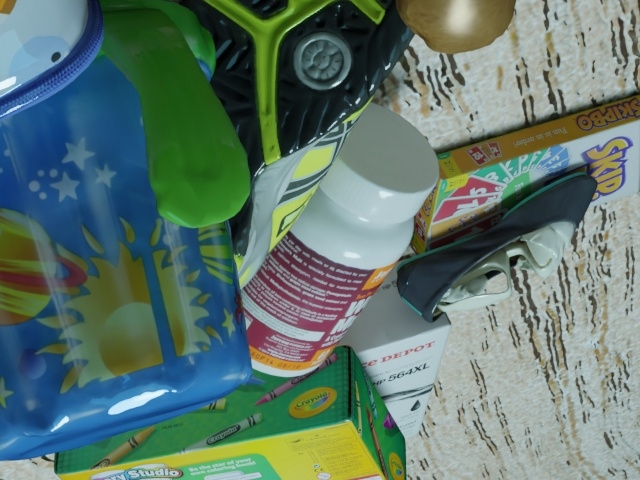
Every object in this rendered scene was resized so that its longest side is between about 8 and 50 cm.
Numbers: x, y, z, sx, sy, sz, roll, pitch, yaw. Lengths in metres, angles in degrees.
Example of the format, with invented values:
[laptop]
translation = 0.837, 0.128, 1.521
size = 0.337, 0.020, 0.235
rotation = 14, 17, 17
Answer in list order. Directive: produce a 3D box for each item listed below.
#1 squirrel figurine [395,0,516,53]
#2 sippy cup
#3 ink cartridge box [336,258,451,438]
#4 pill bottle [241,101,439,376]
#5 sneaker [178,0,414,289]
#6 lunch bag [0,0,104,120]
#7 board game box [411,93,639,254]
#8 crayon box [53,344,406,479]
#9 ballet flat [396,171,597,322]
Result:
[squirrel figurine]
translation = 0.038, -0.295, 0.795
size = 0.371, 0.281, 0.397
rotation = -4, 129, -16
[sippy cup]
translation = -0.149, 0.004, 0.927
size = 0.240, 0.224, 0.305
rotation = -19, 171, 0
[ink cartridge box]
translation = 0.029, 0.123, 1.500
size = 0.148, 0.086, 0.203
rotation = -16, 147, -17
[pill bottle]
translation = 0.000, 0.000, 1.266
size = 0.121, 0.121, 0.221
rotation = -1, 140, -36
[sneaker]
translation = -0.040, -0.103, 1.100
size = 0.384, 0.145, 0.147
rotation = -52, 177, 20
[lunch bag]
translation = -0.268, -0.109, 0.781
size = 0.303, 0.243, 0.115
rotation = -26, 135, -2
[board game box]
translation = 0.209, -0.063, 1.421
size = 0.260, 0.039, 0.124
rotation = -19, 149, -18
[crayon box]
translation = -0.078, 0.193, 1.418
size = 0.279, 0.081, 0.165
rotation = -12, 141, 14
[ballet flat]
translation = 0.167, 0.014, 1.401
size = 0.203, 0.074, 0.074
rotation = -27, 149, 2
